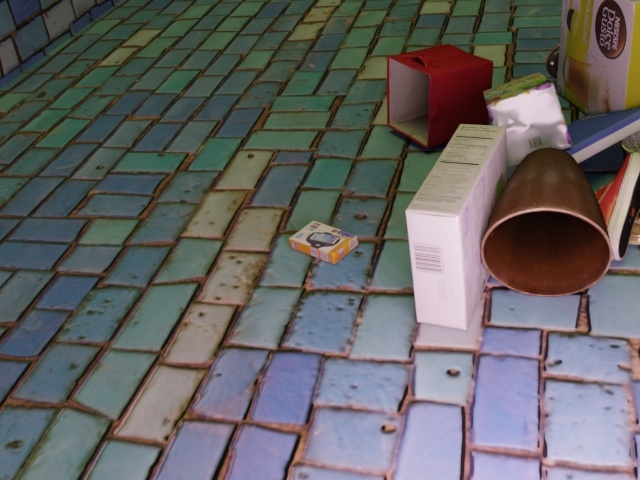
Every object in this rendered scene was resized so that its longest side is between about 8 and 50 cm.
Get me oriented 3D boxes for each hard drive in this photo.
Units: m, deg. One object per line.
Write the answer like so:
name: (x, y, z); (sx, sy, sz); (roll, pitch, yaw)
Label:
hard drive: (0.561, -0.217, 1.768); (0.319, 0.040, 0.210); (-27, 13, -26)

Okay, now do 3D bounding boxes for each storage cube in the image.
storage cube: (0.294, -0.364, 1.967); (0.193, 0.215, 0.184); (-17, 33, -24)

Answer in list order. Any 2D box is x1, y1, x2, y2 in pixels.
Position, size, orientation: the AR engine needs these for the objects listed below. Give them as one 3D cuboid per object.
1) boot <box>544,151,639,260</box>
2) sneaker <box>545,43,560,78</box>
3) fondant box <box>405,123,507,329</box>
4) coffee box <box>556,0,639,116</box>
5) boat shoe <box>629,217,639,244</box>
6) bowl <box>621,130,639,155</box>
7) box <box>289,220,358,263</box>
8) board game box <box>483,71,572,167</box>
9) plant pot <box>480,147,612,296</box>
boot: (0.524, -0.078, 1.538); (0.176, 0.088, 0.244); (9, 58, 37)
sneaker: (0.708, -0.513, 2.218); (0.314, 0.115, 0.136); (-24, 26, -35)
fondant box: (0.259, -0.034, 1.440); (0.096, 0.238, 0.330); (7, 36, 25)
coffee box: (0.810, -0.486, 1.918); (0.338, 0.337, 0.334); (-12, 34, -6)
boat shoe: (0.588, -0.043, 1.555); (0.056, 0.048, 0.153); (-14, 33, -9)
bowl: (0.738, -0.182, 1.696); (0.170, 0.080, 0.170); (-12, 23, 5)
box: (0.000, 0.000, 1.637); (0.136, 0.028, 0.081); (21, 43, 34)
board game box: (0.451, -0.273, 1.755); (0.144, 0.142, 0.275); (-18, 12, 14)
plant pot: (0.408, -0.055, 1.424); (0.215, 0.215, 0.230); (3, 46, 16)
